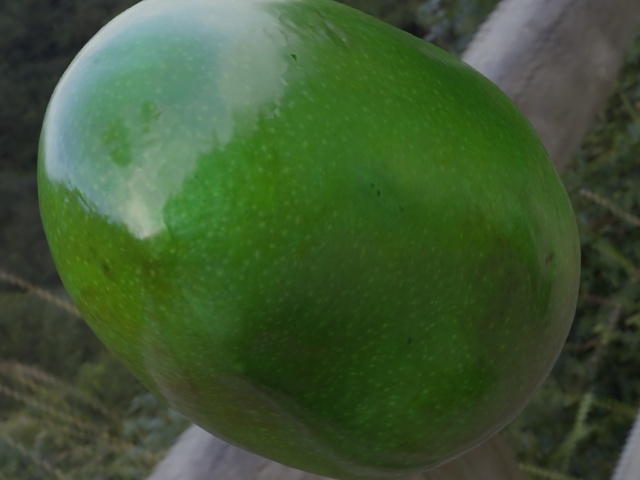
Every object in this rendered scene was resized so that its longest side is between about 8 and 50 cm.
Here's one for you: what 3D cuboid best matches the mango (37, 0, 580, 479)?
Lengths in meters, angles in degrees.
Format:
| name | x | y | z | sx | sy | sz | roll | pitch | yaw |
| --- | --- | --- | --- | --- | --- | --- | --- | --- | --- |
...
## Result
| name | x | y | z | sx | sy | sz | roll | pitch | yaw |
| --- | --- | --- | --- | --- | --- | --- | --- | --- | --- |
| mango | 0.000 | 0.000 | 0.708 | 0.201 | 0.225 | 0.382 | -10 | -8 | 22 |
